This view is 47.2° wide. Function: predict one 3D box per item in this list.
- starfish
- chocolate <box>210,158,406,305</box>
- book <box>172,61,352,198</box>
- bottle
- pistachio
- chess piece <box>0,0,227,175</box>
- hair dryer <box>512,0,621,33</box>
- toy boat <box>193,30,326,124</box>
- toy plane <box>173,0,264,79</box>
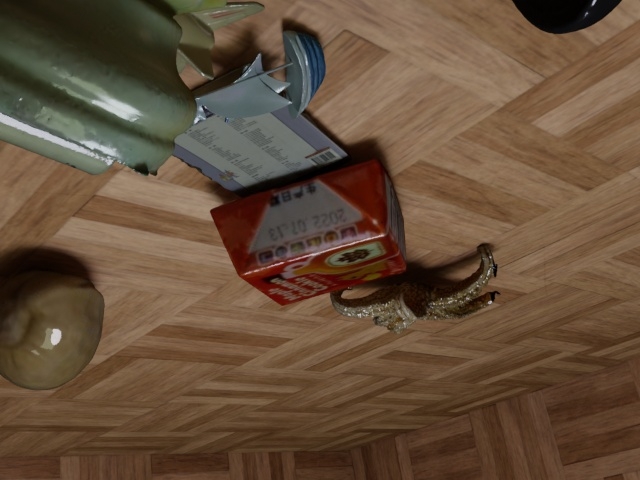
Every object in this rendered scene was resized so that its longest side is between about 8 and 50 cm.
[{"bbox_3d":[0.186,0.102,1.339,0.303,0.113,0.312,-19,163,25],"label":"starfish"},{"bbox_3d":[0.000,0.000,1.014,0.234,0.108,0.237,-15,163,8],"label":"chocolate"},{"bbox_3d":[-0.082,-0.115,0.862,0.157,0.026,0.231,-23,153,21],"label":"book"},{"bbox_3d":[-0.288,-0.127,0.697,0.072,0.072,0.201,-25,152,30],"label":"bottle"},{"bbox_3d":[-0.420,0.136,1.120,0.181,0.162,0.293,-33,165,-28],"label":"pistachio"},{"bbox_3d":[-0.104,-0.205,0.421,0.175,0.175,0.298,18,102,-46],"label":"chess piece"},{"bbox_3d":[0.287,-0.325,0.500,0.320,0.156,0.284,-21,136,-5],"label":"hair dryer"},{"bbox_3d":[-0.055,-0.145,0.736,0.149,0.034,0.105,-39,147,2],"label":"toy boat"},{"bbox_3d":[-0.169,-0.193,0.560,0.241,0.104,0.256,-24,152,34],"label":"toy plane"}]
